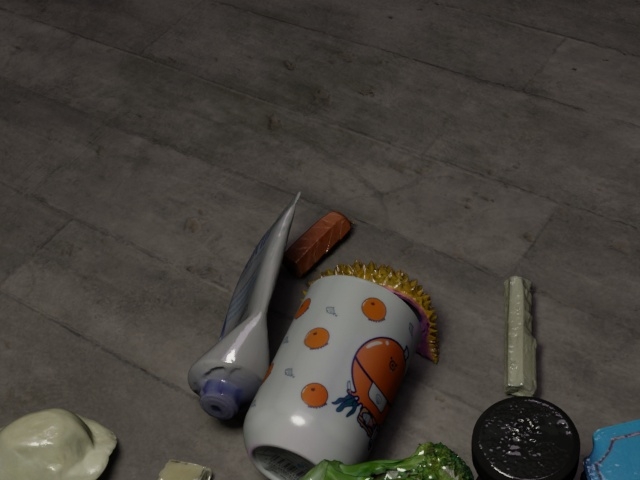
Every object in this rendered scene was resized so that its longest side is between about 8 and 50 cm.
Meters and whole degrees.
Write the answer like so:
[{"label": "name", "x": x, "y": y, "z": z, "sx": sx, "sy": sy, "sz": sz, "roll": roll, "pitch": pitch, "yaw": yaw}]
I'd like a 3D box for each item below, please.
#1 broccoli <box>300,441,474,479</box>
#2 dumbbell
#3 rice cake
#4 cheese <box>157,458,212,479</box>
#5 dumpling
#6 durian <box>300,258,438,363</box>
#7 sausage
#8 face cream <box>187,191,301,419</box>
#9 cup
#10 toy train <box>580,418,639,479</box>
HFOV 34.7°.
[{"label": "broccoli", "x": 0.101, "y": 0.413, "z": 1.446, "sx": 0.275, "sy": 0.308, "sz": 0.307, "roll": 33, "pitch": 51, "yaw": -11}, {"label": "dumbbell", "x": 0.299, "y": 0.348, "z": 1.511, "sx": 0.153, "sy": 0.218, "sz": 0.152, "roll": -5, "pitch": 47, "yaw": 5}, {"label": "rice cake", "x": 0.349, "y": 0.168, "z": 1.790, "sx": 0.057, "sy": 0.052, "sz": 0.256, "roll": 20, "pitch": 47, "yaw": -11}, {"label": "cheese", "x": -0.288, "y": 0.515, "z": 1.590, "sx": 0.085, "sy": 0.034, "sz": 0.400, "roll": 11, "pitch": 50, "yaw": 20}, {"label": "dumpling", "x": -0.460, "y": 0.362, "z": 1.706, "sx": 0.250, "sy": 0.132, "sz": 0.162, "roll": -12, "pitch": 35, "yaw": -22}, {"label": "durian", "x": 0.095, "y": 0.098, "z": 1.869, "sx": 0.261, "sy": 0.153, "sz": 0.186, "roll": 6, "pitch": 23, "yaw": 6}, {"label": "sausage", "x": 0.000, "y": -0.001, "z": 2.006, "sx": 0.065, "sy": 0.065, "sz": 0.169, "roll": 30, "pitch": 60, "yaw": 32}, {"label": "face cream", "x": -0.123, "y": 0.127, "z": 1.822, "sx": 0.137, "sy": 0.235, "sz": 0.420, "roll": 24, "pitch": 50, "yaw": -10}, {"label": "cup", "x": 0.013, "y": 0.243, "z": 1.673, "sx": 0.212, "sy": 0.212, "sz": 0.317, "roll": 13, "pitch": 52, "yaw": 21}, {"label": "toy train", "x": 0.511, "y": 0.410, "z": 1.445, "sx": 0.265, "sy": 0.188, "sz": 0.300, "roll": -14, "pitch": 49, "yaw": 4}]
